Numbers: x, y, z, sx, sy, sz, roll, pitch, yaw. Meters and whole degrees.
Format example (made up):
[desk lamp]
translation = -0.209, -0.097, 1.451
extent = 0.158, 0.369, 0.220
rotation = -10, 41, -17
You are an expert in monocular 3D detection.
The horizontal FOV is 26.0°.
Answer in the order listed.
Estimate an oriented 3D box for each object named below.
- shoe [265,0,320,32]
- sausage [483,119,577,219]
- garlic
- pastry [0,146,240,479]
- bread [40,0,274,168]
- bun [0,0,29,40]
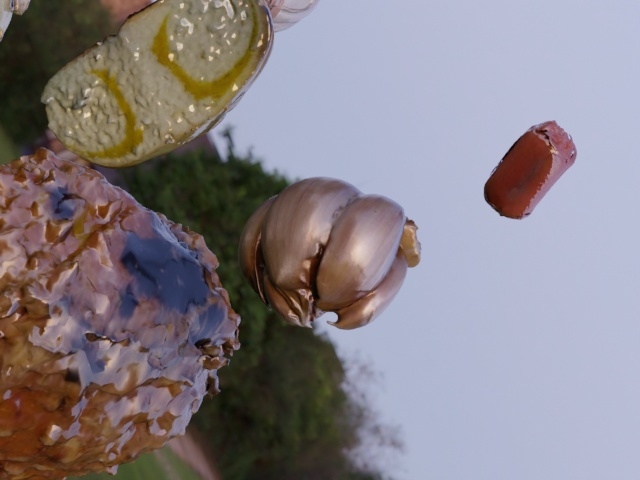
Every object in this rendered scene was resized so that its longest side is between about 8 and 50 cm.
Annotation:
[shoe]
translation = -0.085, -0.425, 2.031
extent = 0.351, 0.198, 0.172
rotation = 17, 68, -50
[sausage]
translation = 0.261, -0.086, 1.738
extent = 0.076, 0.141, 0.076
rotation = 31, 25, -17
[garlic]
translation = 0.000, 0.000, 1.613
extent = 0.214, 0.191, 0.160
rotation = 26, -47, 21
[pastry]
translation = -0.282, 0.077, 1.398
extent = 0.337, 0.405, 0.292
rotation = 118, -37, -48
[bread]
translation = -0.096, -0.100, 0.867
extent = 0.083, 0.157, 0.094
rotation = 60, 4, -2
[bun]
translation = -0.304, -0.144, 0.797
extent = 0.160, 0.259, 0.259
rotation = 46, 13, -54
